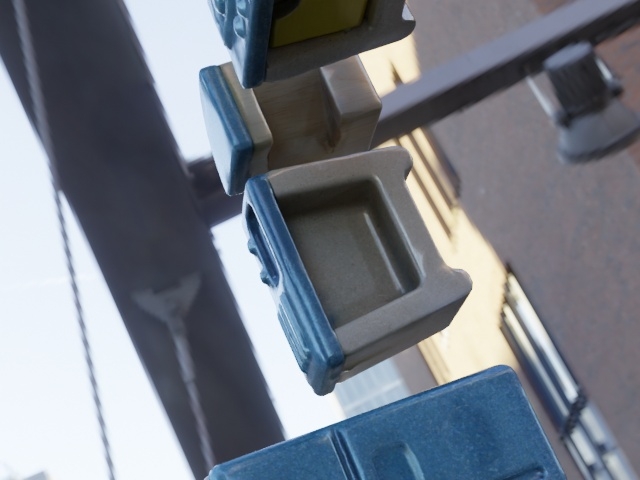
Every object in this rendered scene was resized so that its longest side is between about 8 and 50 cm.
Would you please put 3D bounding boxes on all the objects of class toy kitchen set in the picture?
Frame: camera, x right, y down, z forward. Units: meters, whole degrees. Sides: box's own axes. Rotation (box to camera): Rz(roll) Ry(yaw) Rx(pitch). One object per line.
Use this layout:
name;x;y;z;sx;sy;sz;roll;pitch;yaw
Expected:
toy kitchen set;0.000;0.000;0.434;0.122;0.207;0.166;-18;-22;-16
